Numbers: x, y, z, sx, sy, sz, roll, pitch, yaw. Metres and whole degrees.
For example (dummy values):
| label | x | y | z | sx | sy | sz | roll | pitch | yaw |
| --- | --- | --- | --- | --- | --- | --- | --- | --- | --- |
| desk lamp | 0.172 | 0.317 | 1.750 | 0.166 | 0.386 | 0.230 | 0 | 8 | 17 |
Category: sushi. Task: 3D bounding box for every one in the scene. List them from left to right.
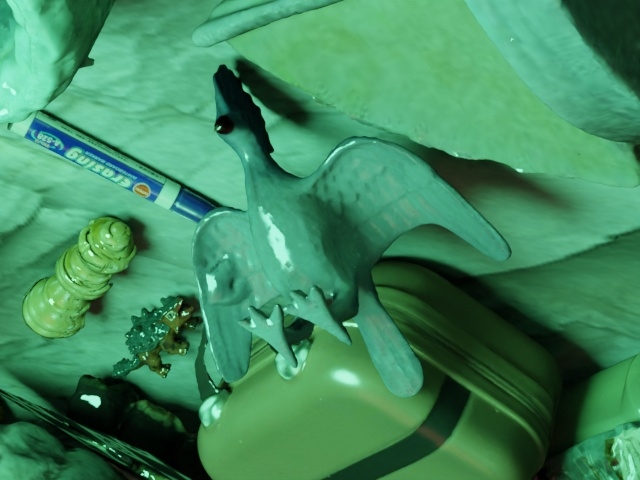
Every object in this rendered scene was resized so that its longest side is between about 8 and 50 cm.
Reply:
| label | x | y | z | sx | sy | sz | roll | pitch | yaw |
| --- | --- | --- | --- | --- | --- | --- | --- | --- | --- |
| sushi | -0.138 | 0.208 | 1.441 | 0.339 | 0.068 | 0.320 | 11 | 157 | 50 |

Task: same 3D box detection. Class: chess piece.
| label | x | y | z | sx | sy | sz | roll | pitch | yaw |
| --- | --- | --- | --- | --- | --- | --- | --- | --- | --- |
| chess piece | -0.205 | 0.029 | 1.265 | 0.060 | 0.060 | 0.172 | 29 | 143 | -15 |

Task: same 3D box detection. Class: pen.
| label | x | y | z | sx | sy | sz | roll | pitch | yaw |
| --- | --- | --- | --- | --- | --- | --- | --- | --- | --- |
| pen | -0.151 | -0.052 | 1.155 | 0.204 | 0.025 | 0.025 | 28 | 144 | -13 |

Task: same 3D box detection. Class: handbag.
| label | x | y | z | sx | sy | sz | roll | pitch | yaw |
| --- | --- | --- | --- | --- | --- | --- | --- | --- | --- |
| handbag | 0.017 | 0.132 | 1.218 | 0.283 | 0.149 | 0.302 | 40 | 143 | -13 |

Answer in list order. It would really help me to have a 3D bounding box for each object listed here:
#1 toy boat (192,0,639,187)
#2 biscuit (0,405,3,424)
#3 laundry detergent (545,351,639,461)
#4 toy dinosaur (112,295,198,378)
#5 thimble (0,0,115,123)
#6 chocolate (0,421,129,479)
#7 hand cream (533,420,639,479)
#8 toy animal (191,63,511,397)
| label | x | y | z | sx | sy | sz | roll | pitch | yaw |
| --- | --- | --- | --- | --- | --- | --- | --- | --- | --- |
| toy boat | 0.106 | -0.123 | 0.891 | 0.276 | 0.111 | 0.293 | 32 | 156 | -19 |
| biscuit | -0.489 | 0.135 | 1.543 | 0.324 | 0.049 | 0.205 | 21 | 146 | -5 |
| laundry detergent | 0.289 | 0.161 | 1.182 | 0.181 | 0.091 | 0.253 | 30 | 143 | -9 |
| toy dinosaur | -0.152 | 0.091 | 1.327 | 0.055 | 0.049 | 0.154 | 28 | 139 | -17 |
| thimble | -0.224 | -0.184 | 0.883 | 0.205 | 0.172 | 0.250 | 2 | 140 | 20 |
| chocolate | -0.340 | 0.308 | 1.465 | 0.303 | 0.303 | 0.213 | -4 | 140 | 29 |
| hand cream | 0.236 | 0.180 | 1.130 | 0.075 | 0.052 | 0.248 | 58 | 148 | 6 |
| toy animal | 0.000 | 0.000 | 1.029 | 0.239 | 0.176 | 0.255 | -21 | 128 | 27 |
